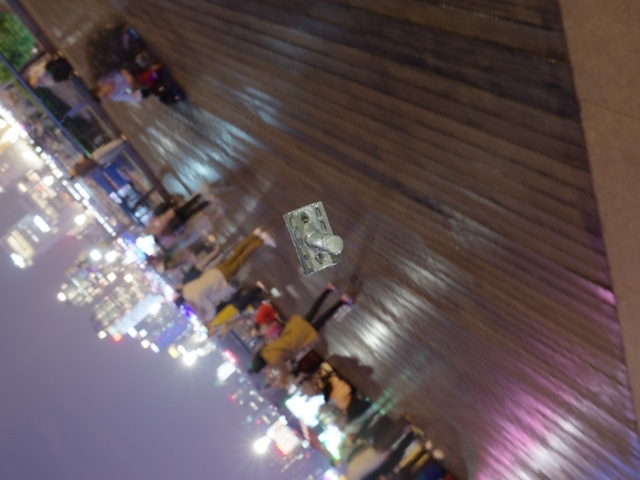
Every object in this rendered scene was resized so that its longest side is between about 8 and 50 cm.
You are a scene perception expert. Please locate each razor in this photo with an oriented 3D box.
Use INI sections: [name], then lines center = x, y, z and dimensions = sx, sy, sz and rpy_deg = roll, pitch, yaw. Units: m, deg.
[razor]
center = 0.000, 0.000, 1.072
dimensions = 0.232, 0.068, 0.106
rpy_deg = -168, 57, -83
